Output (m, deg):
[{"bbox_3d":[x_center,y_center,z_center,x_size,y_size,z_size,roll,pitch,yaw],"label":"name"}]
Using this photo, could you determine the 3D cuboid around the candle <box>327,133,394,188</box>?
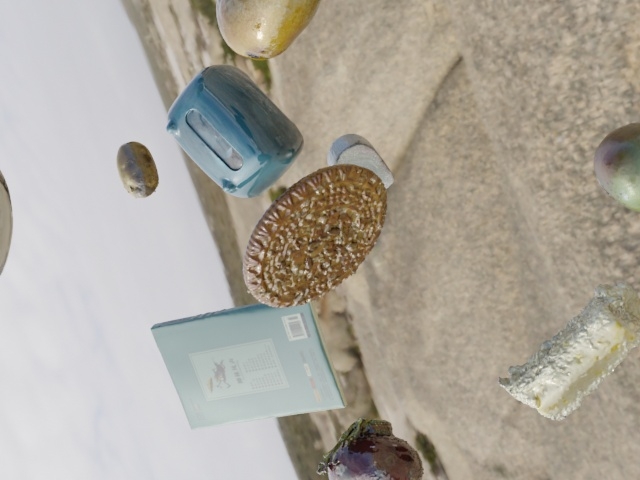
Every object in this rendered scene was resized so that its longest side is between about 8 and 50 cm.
[{"bbox_3d":[0.087,-0.150,1.807,0.068,0.168,0.192,58,140,46],"label":"candle"}]

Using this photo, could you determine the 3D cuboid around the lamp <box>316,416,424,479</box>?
[{"bbox_3d":[0.092,0.368,1.312,0.157,0.156,0.135,42,-137,-43],"label":"lamp"}]

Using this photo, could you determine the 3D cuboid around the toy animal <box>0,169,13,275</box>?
[{"bbox_3d":[-0.298,0.024,0.448,0.267,0.212,0.212,-26,-84,-52],"label":"toy animal"}]

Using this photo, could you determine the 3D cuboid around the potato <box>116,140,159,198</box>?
[{"bbox_3d":[-0.247,-0.096,1.061,0.040,0.051,0.083,100,147,-73],"label":"potato"}]

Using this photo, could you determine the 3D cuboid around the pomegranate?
[{"bbox_3d":[0.636,-0.157,1.516,0.180,0.210,0.180,50,-170,-13],"label":"pomegranate"}]

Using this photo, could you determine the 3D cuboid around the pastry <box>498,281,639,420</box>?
[{"bbox_3d":[0.416,0.181,1.253,0.121,0.258,0.089,31,-153,-22],"label":"pastry"}]

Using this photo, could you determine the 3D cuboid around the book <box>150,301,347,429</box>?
[{"bbox_3d":[-0.156,0.264,1.670,0.031,0.379,0.264,-50,-54,-65],"label":"book"}]

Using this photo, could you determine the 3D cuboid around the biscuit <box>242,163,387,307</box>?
[{"bbox_3d":[0.000,0.000,1.364,0.038,0.305,0.305,44,161,35],"label":"biscuit"}]

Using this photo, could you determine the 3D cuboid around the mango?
[{"bbox_3d":[-0.054,-0.421,1.181,0.316,0.146,0.193,-62,32,19],"label":"mango"}]

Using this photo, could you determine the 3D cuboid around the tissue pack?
[{"bbox_3d":[-0.194,-0.237,1.736,0.287,0.198,0.206,47,-148,-1],"label":"tissue pack"}]
